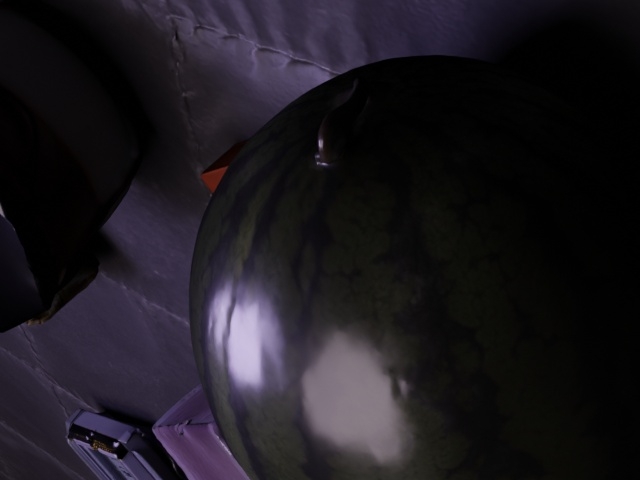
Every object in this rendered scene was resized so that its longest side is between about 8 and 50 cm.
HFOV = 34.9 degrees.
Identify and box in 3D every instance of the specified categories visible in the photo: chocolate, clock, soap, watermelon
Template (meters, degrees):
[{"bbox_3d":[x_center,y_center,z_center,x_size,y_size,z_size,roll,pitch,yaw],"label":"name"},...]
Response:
[{"bbox_3d":[-0.280,-0.079,0.918,0.284,0.186,0.283,30,141,27],"label":"chocolate"},{"bbox_3d":[-0.288,0.375,1.656,0.186,0.083,0.253,5,136,46],"label":"clock"},{"bbox_3d":[-0.050,0.295,1.177,0.285,0.107,0.296,54,158,-6],"label":"soap"},{"bbox_3d":[0.066,0.046,0.595,0.279,0.279,0.359,15,140,38],"label":"watermelon"}]

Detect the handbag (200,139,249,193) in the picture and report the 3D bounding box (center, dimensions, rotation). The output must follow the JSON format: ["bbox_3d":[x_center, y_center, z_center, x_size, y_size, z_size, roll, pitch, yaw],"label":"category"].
[{"bbox_3d":[0.000,0.000,0.830,0.127,0.063,0.190,-8,123,53],"label":"handbag"}]

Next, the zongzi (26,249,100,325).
[{"bbox_3d":[-0.420,-0.033,1.217,0.286,0.134,0.288,58,155,-17],"label":"zongzi"}]
